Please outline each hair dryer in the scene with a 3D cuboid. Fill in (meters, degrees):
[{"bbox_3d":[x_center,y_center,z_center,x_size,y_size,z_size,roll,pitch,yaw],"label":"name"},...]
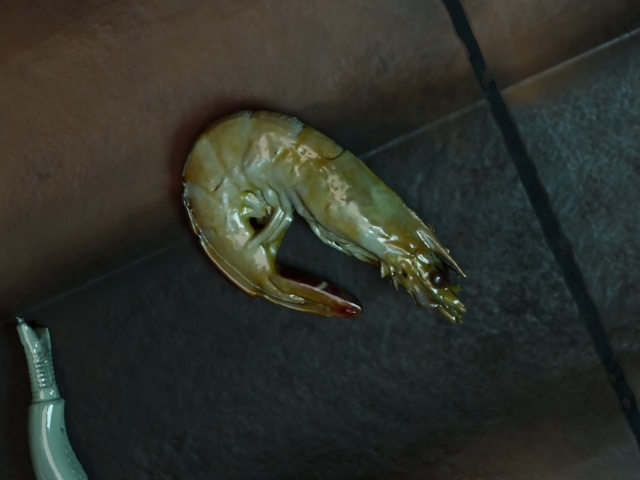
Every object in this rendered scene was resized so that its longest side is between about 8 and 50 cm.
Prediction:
[{"bbox_3d":[-0.236,0.225,1.316,0.229,0.092,0.267,-33,85,13],"label":"hair dryer"}]

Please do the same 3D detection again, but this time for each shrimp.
[{"bbox_3d":[0.000,0.000,1.266,0.236,0.053,0.133,35,97,-2],"label":"shrimp"}]
